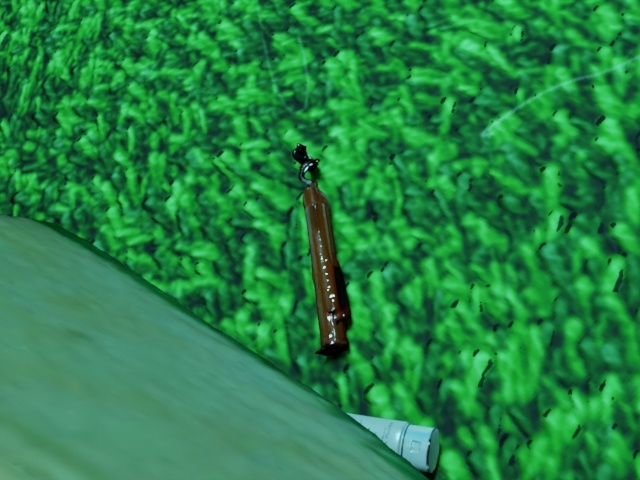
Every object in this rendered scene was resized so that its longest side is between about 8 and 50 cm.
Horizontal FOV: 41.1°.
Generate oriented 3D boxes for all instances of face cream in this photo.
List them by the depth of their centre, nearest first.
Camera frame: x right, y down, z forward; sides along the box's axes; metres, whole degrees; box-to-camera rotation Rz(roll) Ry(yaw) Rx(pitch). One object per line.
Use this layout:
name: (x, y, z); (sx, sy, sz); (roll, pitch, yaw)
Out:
face cream: (0.016, 0.120, 0.520); (0.115, 0.020, 0.038); (2, 73, 30)

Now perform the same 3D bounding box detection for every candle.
candle: (0.001, 0.000, 0.595); (0.026, 0.021, 0.167); (-31, 52, 32)

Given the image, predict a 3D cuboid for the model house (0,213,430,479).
model house: (-0.180, 0.202, 0.414); (0.382, 0.335, 0.342); (28, 97, 19)
